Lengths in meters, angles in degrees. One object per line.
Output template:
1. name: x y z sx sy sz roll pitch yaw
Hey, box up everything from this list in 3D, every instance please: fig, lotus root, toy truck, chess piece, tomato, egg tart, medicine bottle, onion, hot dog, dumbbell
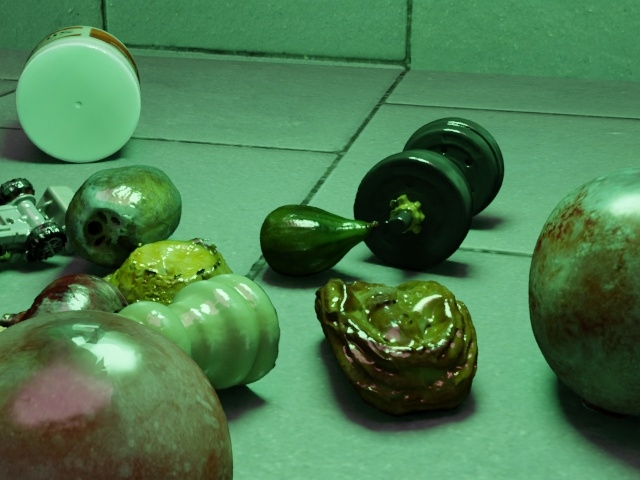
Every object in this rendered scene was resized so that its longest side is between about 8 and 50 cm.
1. fig: 0.000 0.000 1.404 0.177 0.117 0.117 0 21 9
2. lotus root: -0.291 -0.051 1.453 0.158 0.140 0.322 -32 7 7
3. toy truck: -0.478 -0.013 1.424 0.136 0.111 0.286 49 33 21
4. chess piece: -0.168 0.112 1.021 0.133 0.133 0.243 17 15 36
5. tomato: 0.390 0.057 1.063 0.317 0.282 0.316 -11 18 4
6. tomato: -0.206 0.175 0.789 0.270 0.227 0.270 3 21 -1
7. egg tart: -0.200 0.058 1.291 0.212 0.090 0.212 1 25 -1
8. medicine bottle: -0.509 -0.316 2.017 0.252 0.252 0.241 -4 22 -12
9. onion: -0.283 0.086 1.098 0.151 0.098 0.206 23 0 -9
10. hot dog: 0.082 0.101 1.141 0.175 0.114 0.259 -4 22 -14
11. dumbbell: 0.182 -0.083 1.532 0.185 0.185 0.388 9 22 21

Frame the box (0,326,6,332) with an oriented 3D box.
1. box: -0.374 0.126 1.201 0.093 0.015 0.058 2 23 4
